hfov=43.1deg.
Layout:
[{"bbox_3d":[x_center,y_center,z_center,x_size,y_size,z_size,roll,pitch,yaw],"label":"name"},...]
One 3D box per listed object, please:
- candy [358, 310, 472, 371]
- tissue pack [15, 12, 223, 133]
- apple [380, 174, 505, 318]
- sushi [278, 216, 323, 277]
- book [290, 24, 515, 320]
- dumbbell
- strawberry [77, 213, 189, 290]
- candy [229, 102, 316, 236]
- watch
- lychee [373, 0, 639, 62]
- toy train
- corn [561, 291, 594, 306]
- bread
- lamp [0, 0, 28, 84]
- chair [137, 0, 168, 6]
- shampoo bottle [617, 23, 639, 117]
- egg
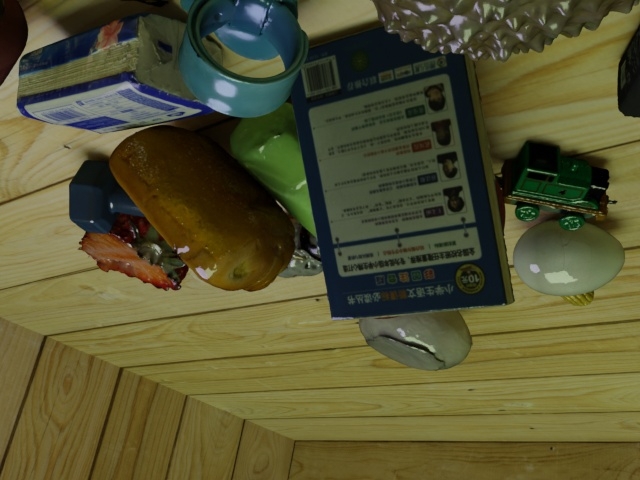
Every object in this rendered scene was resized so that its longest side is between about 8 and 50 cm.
[{"bbox_3d":[0.244,0.220,2.036,0.295,0.185,0.295,22,166,6],"label":"candy"},{"bbox_3d":[-0.316,-0.259,1.282,0.269,0.137,0.209,-5,176,33],"label":"tissue pack"},{"bbox_3d":[0.144,-0.033,1.403,0.344,0.269,0.345,-26,164,-8],"label":"apple"},{"bbox_3d":[0.000,0.000,1.731,0.332,0.130,0.124,-15,147,42],"label":"sushi"},{"bbox_3d":[0.108,-0.099,1.204,0.300,0.428,0.039,-8,-176,32],"label":"book"},{"bbox_3d":[-0.358,-0.077,1.702,0.324,0.160,0.144,7,133,10],"label":"dumbbell"},{"bbox_3d":[-0.422,0.007,1.924,0.253,0.150,0.280,34,156,-16],"label":"strawberry"},{"bbox_3d":[-0.025,-0.120,1.494,0.142,0.132,0.343,4,156,33],"label":"candy"},{"bbox_3d":[-0.116,-0.277,1.127,0.210,0.193,0.211,7,154,4],"label":"watch"},{"bbox_3d":[0.165,-0.340,0.655,0.380,0.380,0.432,13,152,-4],"label":"lychee"},{"bbox_3d":[0.410,-0.098,1.410,0.227,0.091,0.136,10,145,3],"label":"toy train"},{"bbox_3d":[0.532,0.086,1.767,0.067,0.067,0.206,-14,144,42],"label":"corn"},{"bbox_3d":[-0.190,-0.069,1.432,0.337,0.148,0.328,49,-172,12],"label":"bread"},{"bbox_3d":[-0.560,-0.321,1.264,0.180,0.180,0.258,26,153,-29],"label":"lamp"},{"bbox_3d":[-0.262,-0.369,1.191,0.037,0.042,0.086,1,-171,23],"label":"chair"},{"bbox_3d":[0.447,-0.277,1.003,0.071,0.098,0.309,9,155,5],"label":"shampoo bottle"},{"bbox_3d":[0.482,0.033,1.578,0.209,0.151,0.151,-4,151,18],"label":"egg"}]
